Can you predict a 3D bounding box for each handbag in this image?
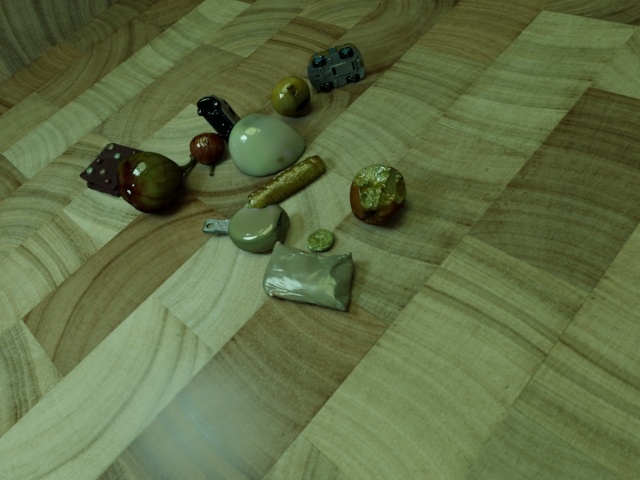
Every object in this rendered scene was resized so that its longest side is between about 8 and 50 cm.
[{"bbox_3d":[-0.787,-0.275,1.937,0.216,0.074,0.203,17,61,29],"label":"handbag"}]

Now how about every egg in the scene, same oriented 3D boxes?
[{"bbox_3d":[-0.207,-0.341,1.727,0.271,0.161,0.206,2,53,22],"label":"egg"}]

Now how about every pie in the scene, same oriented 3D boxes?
[{"bbox_3d":[0.000,0.001,1.481,0.084,0.021,0.084,-7,51,9],"label":"pie"}]

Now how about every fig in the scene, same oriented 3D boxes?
[{"bbox_3d":[-0.395,-0.324,1.816,0.128,0.128,0.150,-42,80,-14],"label":"fig"},{"bbox_3d":[-0.537,-0.233,1.766,0.217,0.216,0.321,21,41,31],"label":"fig"}]

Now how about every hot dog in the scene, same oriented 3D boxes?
[{"bbox_3d":[-0.111,-0.186,1.636,0.289,0.068,0.083,-34,57,-10],"label":"hot dog"}]

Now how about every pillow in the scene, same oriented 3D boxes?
[{"bbox_3d":[-0.031,0.093,1.392,0.270,0.067,0.173,7,62,24],"label":"pillow"}]

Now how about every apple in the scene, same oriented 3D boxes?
[{"bbox_3d":[0.157,-0.124,1.447,0.156,0.147,0.158,23,70,-4],"label":"apple"}]

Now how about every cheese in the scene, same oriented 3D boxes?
[{"bbox_3d":[-0.238,-0.044,1.561,0.287,0.082,0.163,5,55,24],"label":"cheese"}]

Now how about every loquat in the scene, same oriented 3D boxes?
[{"bbox_3d":[-0.107,-0.522,1.843,0.137,0.163,0.163,30,62,-5],"label":"loquat"}]

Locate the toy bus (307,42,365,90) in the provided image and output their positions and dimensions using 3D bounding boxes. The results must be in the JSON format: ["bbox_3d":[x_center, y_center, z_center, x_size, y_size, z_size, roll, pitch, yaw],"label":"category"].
[{"bbox_3d":[0.054,-0.661,1.909,0.210,0.126,0.136,-15,42,8],"label":"toy bus"}]

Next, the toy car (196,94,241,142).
[{"bbox_3d":[-0.361,-0.457,1.840,0.090,0.209,0.108,-17,51,22],"label":"toy car"}]
